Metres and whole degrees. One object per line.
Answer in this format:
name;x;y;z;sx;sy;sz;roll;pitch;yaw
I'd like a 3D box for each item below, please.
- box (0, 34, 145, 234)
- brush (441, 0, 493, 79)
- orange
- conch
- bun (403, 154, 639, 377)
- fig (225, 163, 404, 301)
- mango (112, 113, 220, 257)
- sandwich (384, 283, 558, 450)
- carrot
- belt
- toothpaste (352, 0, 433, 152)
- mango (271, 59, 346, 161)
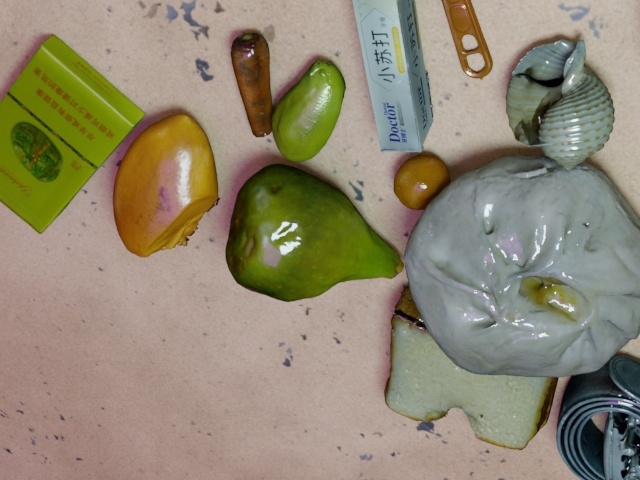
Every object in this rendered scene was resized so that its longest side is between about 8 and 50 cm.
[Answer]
box;-0.445;-0.161;1.630;0.187;0.047;0.335;41;129;-12
brush;0.159;-0.341;1.276;0.090;0.017;0.314;-8;123;27
orange;0.145;-0.082;1.437;0.085;0.085;0.085;11;129;14
conch;0.308;-0.169;1.289;0.135;0.153;0.102;-2;165;23
bun;0.286;0.056;1.376;0.354;0.194;0.355;2;115;5
fig;0.000;0.000;1.512;0.275;0.206;0.206;11;134;-20
mango;-0.241;-0.084;1.558;0.154;0.126;0.252;36;124;19
sandwich;0.242;0.213;1.615;0.273;0.095;0.249;15;129;12
carrot;-0.094;-0.223;1.444;0.055;0.055;0.161;8;135;16
belt;0.474;0.295;1.572;0.206;0.116;0.268;-4;127;29
toothpaste;0.089;-0.265;1.304;0.071;0.089;0.313;2;129;20
mango;-0.019;-0.182;1.428;0.091;0.074;0.165;27;130;3
